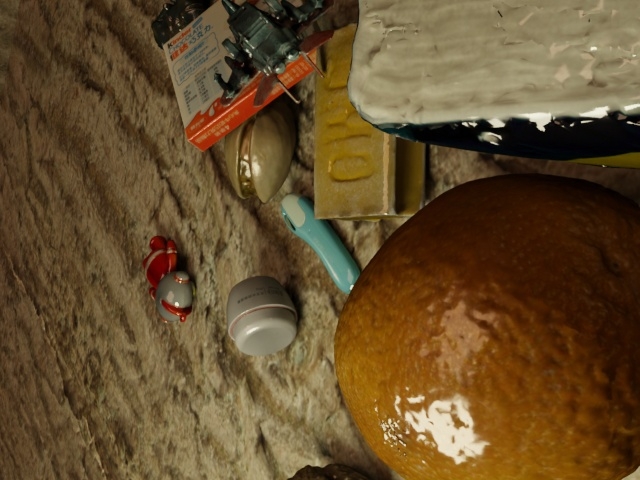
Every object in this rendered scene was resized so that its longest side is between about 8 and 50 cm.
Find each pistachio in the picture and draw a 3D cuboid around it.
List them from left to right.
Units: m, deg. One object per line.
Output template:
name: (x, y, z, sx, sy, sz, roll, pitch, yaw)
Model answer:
pistachio: (-0.101, -0.157, 1.247, 0.124, 0.124, 0.185, 29, 114, 48)

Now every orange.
orange: (0.178, 0.102, 0.736, 0.357, 0.322, 0.322, -44, 55, 54)

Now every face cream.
face cream: (-0.099, 0.126, 1.223, 0.117, 0.117, 0.104, -52, 42, 36)

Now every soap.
soap: (0.068, -0.166, 1.055, 0.173, 0.089, 0.274, -2, 87, 49)

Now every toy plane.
toy plane: (-0.101, -0.319, 1.113, 0.223, 0.104, 0.326, -43, 50, 6)

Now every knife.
knife: (0.000, 0.000, 1.176, 0.222, 0.031, 0.064, 52, 123, 34)

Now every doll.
doll: (-0.314, 0.088, 1.527, 0.245, 0.076, 0.142, 49, 125, 45)

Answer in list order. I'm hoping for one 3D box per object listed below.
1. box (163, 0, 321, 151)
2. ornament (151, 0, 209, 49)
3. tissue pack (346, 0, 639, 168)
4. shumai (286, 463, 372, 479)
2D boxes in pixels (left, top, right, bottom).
box: (-0.133, -0.320, 1.236, 0.273, 0.048, 0.265, -33, 52, 18)
ornament: (-0.271, -0.379, 1.492, 0.202, 0.080, 0.236, -30, 66, 42)
tissue pack: (0.261, -0.180, 0.564, 0.264, 0.416, 0.253, 14, 102, 49)
shumai: (0.022, 0.434, 1.052, 0.206, 0.166, 0.176, 32, 135, 48)
